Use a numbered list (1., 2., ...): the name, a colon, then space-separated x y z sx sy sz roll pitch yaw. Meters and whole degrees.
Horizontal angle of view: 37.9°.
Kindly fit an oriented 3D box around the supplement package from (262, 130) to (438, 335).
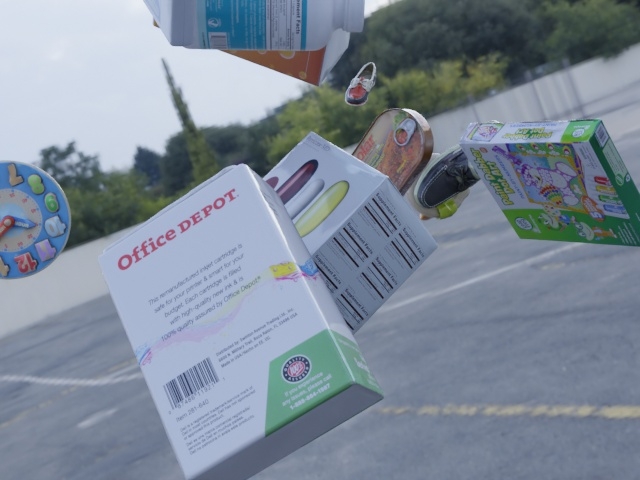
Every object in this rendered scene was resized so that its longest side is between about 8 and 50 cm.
1. supplement package: 0.000 0.000 1.219 0.203 0.149 0.194 -46 39 -7

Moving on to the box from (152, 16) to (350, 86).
1. box: -0.114 -0.463 1.711 0.168 0.345 0.215 -60 -12 -45

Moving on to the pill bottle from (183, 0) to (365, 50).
1. pill bottle: -0.071 -0.344 1.324 0.264 0.146 0.146 0 2 -3

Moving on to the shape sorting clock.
1. shape sorting clock: -0.533 -0.034 1.595 0.206 0.206 0.040 -22 16 -10

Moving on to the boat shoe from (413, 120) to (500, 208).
1. boat shoe: 0.276 -0.140 1.776 0.223 0.080 0.073 -40 29 -3

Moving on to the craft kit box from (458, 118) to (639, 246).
1. craft kit box: 0.386 -0.093 1.525 0.246 0.250 0.061 8 56 49

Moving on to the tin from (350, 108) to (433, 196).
1. tin: 0.102 -0.121 1.449 0.040 0.106 0.190 -17 -31 -51

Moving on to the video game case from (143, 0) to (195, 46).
1. video game case: -0.219 -0.453 1.162 0.036 0.300 0.329 -11 44 -23

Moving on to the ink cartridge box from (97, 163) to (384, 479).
1. ink cartridge box: -0.090 0.091 1.004 0.201 0.278 0.117 -32 -25 9

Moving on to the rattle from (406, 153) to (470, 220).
1. rattle: 0.194 -0.134 1.866 0.130 0.199 0.143 -49 9 5

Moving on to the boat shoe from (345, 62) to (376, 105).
1. boat shoe: 0.088 -0.332 1.989 0.049 0.043 0.137 19 42 11
